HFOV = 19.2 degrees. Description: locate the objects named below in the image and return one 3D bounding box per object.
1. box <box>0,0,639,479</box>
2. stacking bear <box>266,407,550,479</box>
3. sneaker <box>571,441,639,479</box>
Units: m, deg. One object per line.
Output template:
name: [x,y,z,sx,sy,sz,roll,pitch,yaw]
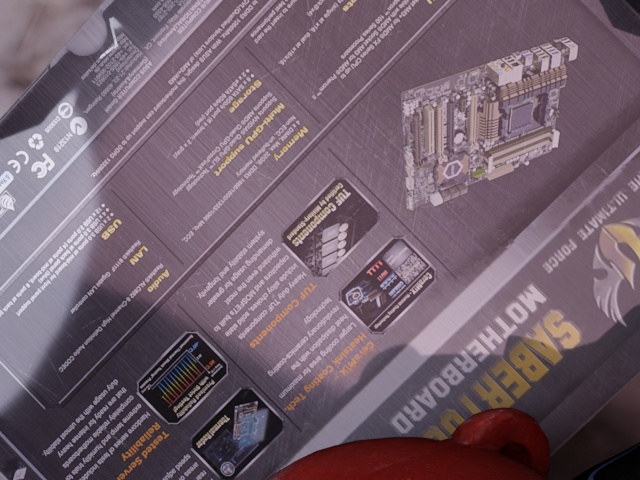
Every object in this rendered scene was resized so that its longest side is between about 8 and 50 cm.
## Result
box: [0.000,0.000,0.555,0.183,0.056,0.231,45,104,3]
stacking bear: [0.029,0.191,0.495,0.164,0.175,0.289,21,119,55]
sneaker: [0.164,0.029,0.513,0.232,0.081,0.090,-19,83,11]
